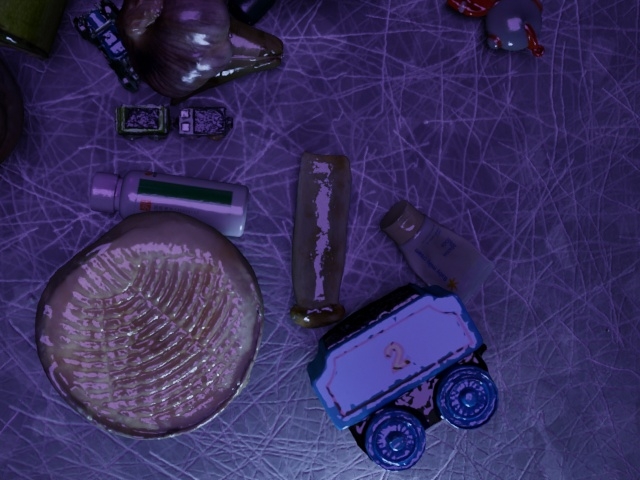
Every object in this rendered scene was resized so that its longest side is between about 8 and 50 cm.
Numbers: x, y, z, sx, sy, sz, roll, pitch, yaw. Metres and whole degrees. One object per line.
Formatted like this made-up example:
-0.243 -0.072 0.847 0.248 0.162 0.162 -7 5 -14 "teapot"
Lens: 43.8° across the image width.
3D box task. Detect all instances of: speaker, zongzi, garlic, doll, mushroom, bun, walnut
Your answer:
-0.131 -0.426 1.379 0.094 0.060 0.075 43 85 -7 "speaker"
-0.158 -0.291 1.378 0.160 0.078 0.176 19 100 -8 "zongzi"
-0.241 -0.343 1.248 0.160 0.245 0.245 -11 94 -38 "garlic"
0.320 -0.426 1.433 0.142 0.076 0.245 -41 93 -3 "doll"
0.000 0.000 1.407 0.100 0.081 0.312 3 88 -11 "mushroom"
-0.274 0.131 1.312 0.364 0.202 0.364 -1 95 -10 "bun"
-0.574 -0.201 1.255 0.224 0.224 0.224 0 92 -7 "walnut"

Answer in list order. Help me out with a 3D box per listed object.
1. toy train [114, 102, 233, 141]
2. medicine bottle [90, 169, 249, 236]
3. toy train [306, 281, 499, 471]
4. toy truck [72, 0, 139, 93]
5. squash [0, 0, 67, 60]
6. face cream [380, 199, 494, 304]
-0.250 -0.202 1.362 0.202 0.081 0.060 -1 92 -8 "toy train"
-0.255 -0.067 1.360 0.260 0.095 0.095 9 91 -9 "medicine bottle"
0.147 0.224 1.378 0.300 0.188 0.265 -31 94 -3 "toy train"
-0.342 -0.332 1.347 0.080 0.078 0.154 -39 97 -4 "toy truck"
-0.488 -0.501 1.233 0.263 0.263 0.384 18 90 -8 "squash"
0.213 0.022 1.447 0.224 0.070 0.114 41 87 -16 "face cream"
